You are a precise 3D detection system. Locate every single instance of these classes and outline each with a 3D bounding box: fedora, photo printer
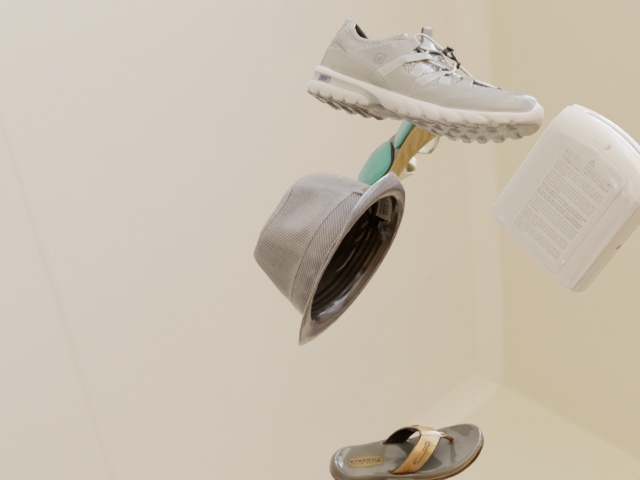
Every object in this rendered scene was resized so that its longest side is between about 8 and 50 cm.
[{"bbox_3d":[0.000,0.000,1.561,0.275,0.124,0.244,-41,-25,-48],"label":"fedora"},{"bbox_3d":[0.496,-0.090,2.268,0.107,0.256,0.307,-21,-31,-46],"label":"photo printer"}]

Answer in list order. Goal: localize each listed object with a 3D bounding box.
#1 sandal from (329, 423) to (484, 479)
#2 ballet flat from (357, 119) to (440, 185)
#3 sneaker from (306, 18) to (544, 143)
[{"bbox_3d":[0.119,0.287,1.633,0.219,0.090,0.060,-6,-55,0],"label":"sandal"},{"bbox_3d":[0.138,-0.140,1.898,0.073,0.080,0.232,19,-39,-18],"label":"ballet flat"},{"bbox_3d":[0.118,-0.185,1.320,0.105,0.281,0.115,21,-93,-66],"label":"sneaker"}]
